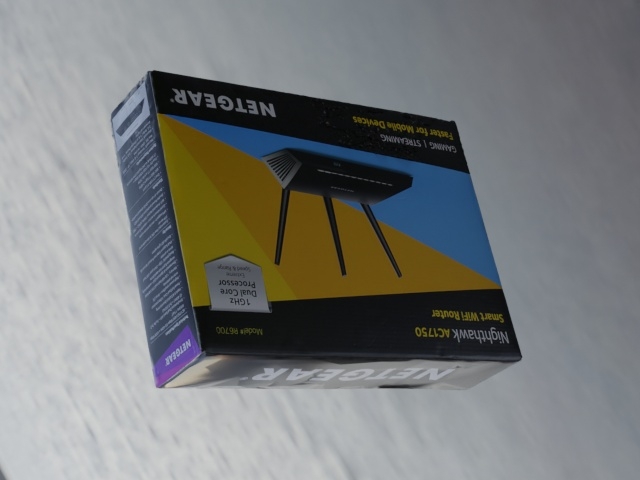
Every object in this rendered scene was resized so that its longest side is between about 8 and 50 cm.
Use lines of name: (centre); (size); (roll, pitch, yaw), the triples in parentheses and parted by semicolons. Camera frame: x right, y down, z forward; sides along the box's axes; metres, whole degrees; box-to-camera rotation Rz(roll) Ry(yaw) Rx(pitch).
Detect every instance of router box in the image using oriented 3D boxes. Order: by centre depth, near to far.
router box: (0.000, 0.000, 0.595); (0.046, 0.178, 0.133); (-38, 57, 45)
